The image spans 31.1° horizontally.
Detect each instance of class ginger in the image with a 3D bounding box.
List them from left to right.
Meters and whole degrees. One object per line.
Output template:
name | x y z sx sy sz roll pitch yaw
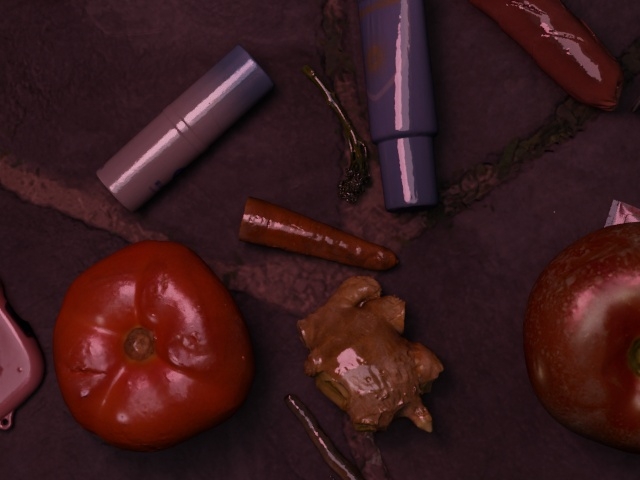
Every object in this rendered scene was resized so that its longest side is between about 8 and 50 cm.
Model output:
ginger | 0.066 0.156 1.431 0.157 0.102 0.216 -34 75 -26

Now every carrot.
carrot | 0.000 0.000 1.480 0.210 0.061 0.061 16 86 3

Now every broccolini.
broccolini | 0.025 -0.143 1.505 0.052 0.054 0.194 -12 74 -26

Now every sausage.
sausage | 0.227 -0.325 1.477 0.433 0.088 0.088 44 89 8

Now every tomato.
tomato | -0.206 0.131 1.419 0.260 0.180 0.259 -1 82 8
tomato | 0.371 0.109 1.347 0.270 0.222 0.270 2 105 7

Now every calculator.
calculator | -0.510 0.119 1.517 0.220 0.048 0.329 -41 84 -1

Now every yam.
yam | 0.028 0.289 1.458 0.027 0.029 0.234 -32 78 -41

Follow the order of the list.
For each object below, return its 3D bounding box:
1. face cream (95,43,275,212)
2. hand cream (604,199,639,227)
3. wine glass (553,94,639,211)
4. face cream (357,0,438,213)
face cream | -0.174 -0.145 1.497 0.250 0.077 0.077 -42 82 1
hand cream | 0.458 0.011 1.440 0.210 0.043 0.067 18 90 13
wine glass | 0.483 -0.041 1.411 0.309 0.096 0.264 38 87 7
face cream | 0.097 -0.229 1.471 0.086 0.135 0.385 -3 85 -34
